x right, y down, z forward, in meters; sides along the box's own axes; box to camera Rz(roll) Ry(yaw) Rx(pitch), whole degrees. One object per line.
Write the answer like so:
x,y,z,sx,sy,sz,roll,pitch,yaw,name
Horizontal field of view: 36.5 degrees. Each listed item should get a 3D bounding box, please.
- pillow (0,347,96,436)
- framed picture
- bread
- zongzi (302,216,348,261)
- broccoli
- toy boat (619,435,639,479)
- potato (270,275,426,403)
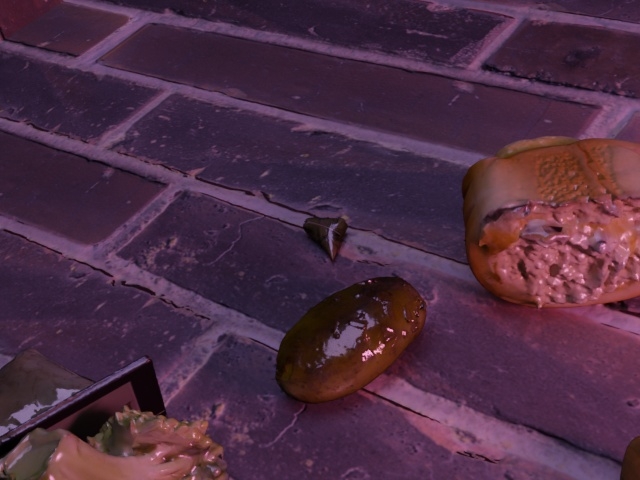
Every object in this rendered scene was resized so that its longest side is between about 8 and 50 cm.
-0.485,0.278,1.403,0.185,0.075,0.302,19,49,37,pillow
-0.357,0.275,1.240,0.347,0.265,0.016,-29,70,-16,framed picture
0.356,-0.027,1.398,0.316,0.211,0.270,-3,32,3,bread
0.000,0.000,1.614,0.076,0.040,0.083,1,59,29,zongzi
-0.258,0.327,1.101,0.348,0.281,0.293,-38,41,-11,broccoli
0.439,0.324,1.033,0.121,0.089,0.321,-20,37,-15,toy boat
0.039,0.138,1.366,0.251,0.113,0.149,-28,44,-17,potato
